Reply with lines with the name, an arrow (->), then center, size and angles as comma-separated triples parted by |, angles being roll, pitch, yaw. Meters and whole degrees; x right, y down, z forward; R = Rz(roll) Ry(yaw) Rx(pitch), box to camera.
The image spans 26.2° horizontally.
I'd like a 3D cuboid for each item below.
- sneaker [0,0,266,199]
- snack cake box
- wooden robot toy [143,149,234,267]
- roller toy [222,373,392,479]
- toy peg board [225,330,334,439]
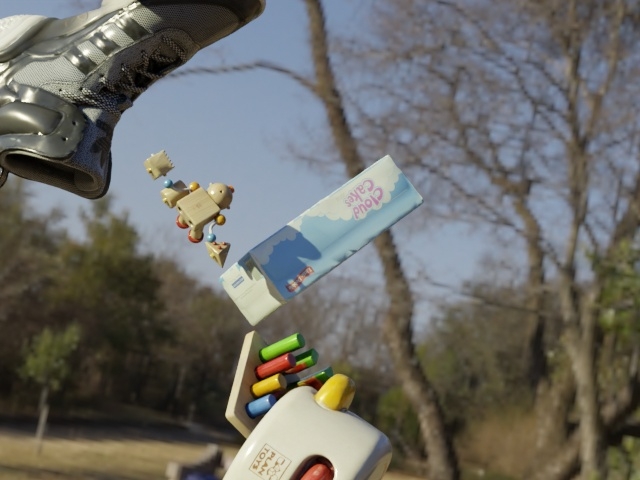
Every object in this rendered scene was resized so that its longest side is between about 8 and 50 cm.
sneaker -> -0.161, -0.121, 1.098 | 0.269, 0.153, 0.101 | -16, -26, 11
snack cake box -> 0.000, 0.000, 1.926 | 0.089, 0.264, 0.152 | 53, -27, 2
wooden robot toy -> -0.152, -0.051, 1.789 | 0.173, 0.079, 0.076 | 51, -20, 12
roller toy -> -0.024, 0.268, 1.557 | 0.146, 0.191, 0.209 | 33, -50, 13
toy peg board -> -0.034, 0.214, 1.826 | 0.079, 0.160, 0.161 | -27, -61, 27
